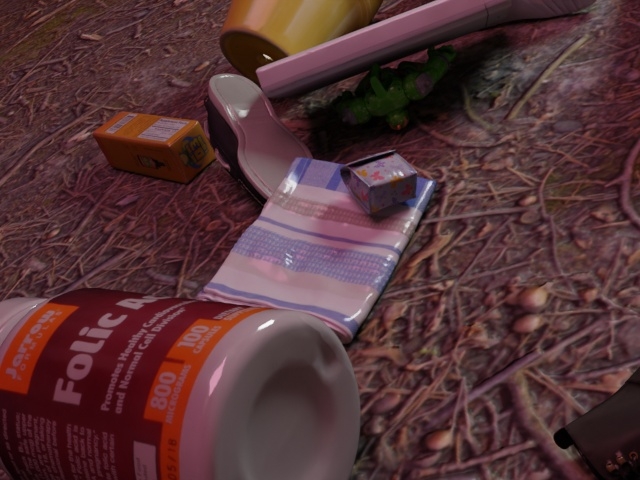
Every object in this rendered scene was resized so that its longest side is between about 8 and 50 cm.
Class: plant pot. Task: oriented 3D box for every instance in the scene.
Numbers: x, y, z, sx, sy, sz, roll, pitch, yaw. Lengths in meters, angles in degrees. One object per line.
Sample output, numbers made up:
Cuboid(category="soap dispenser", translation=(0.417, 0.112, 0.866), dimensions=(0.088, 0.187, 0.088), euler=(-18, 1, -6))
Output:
Cuboid(category="plant pot", translation=(-0.046, -0.391, 1.559), dimensions=(0.254, 0.254, 0.239), euler=(9, 64, 42))

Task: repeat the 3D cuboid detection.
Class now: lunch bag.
Cuboid(category="lunch bag", translation=(0.070, -0.081, 1.141), dimensions=(0.071, 0.053, 0.083), euler=(-17, 39, -18))

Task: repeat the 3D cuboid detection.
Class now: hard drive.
Cuboid(category="hard drive", translation=(0.098, -0.288, 1.338), dimensions=(0.353, 0.047, 0.233), euler=(-18, 5, 11))

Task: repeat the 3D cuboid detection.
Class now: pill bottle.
Cuboid(category="pill bottle", translation=(-0.179, 0.162, 0.897), dimensions=(0.392, 0.224, 0.224), euler=(3, 44, 36))

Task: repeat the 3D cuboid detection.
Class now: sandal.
Cuboid(category="sandal", translation=(0.308, -0.399, 1.430), dimensions=(0.265, 0.102, 0.076), euler=(-4, 39, 35))

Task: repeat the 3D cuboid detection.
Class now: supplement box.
Cuboid(category="supplement box", translation=(-0.281, -0.159, 1.534), dimensions=(0.233, 0.078, 0.080), euler=(16, 50, 45))

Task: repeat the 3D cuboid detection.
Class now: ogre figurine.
Cuboid(category="ogre figurine", translation=(0.099, -0.219, 1.338), dimensions=(0.197, 0.096, 0.118), euler=(-3, 28, 14))

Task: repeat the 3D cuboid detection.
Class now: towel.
Cuboid(category="towel", translation=(0.000, 0.000, 1.128), dimensions=(0.209, 0.034, 0.285), euler=(12, 48, 25))

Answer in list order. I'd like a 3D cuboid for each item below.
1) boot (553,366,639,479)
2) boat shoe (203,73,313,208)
Cuboid(category="boot", translation=(0.287, 0.171, 0.716), dimensions=(0.137, 0.076, 0.198), euler=(-34, 21, -2))
Cuboid(category="boat shoe", translation=(-0.092, -0.125, 1.343), dimensions=(0.114, 0.091, 0.302), euler=(-3, 44, -23))
